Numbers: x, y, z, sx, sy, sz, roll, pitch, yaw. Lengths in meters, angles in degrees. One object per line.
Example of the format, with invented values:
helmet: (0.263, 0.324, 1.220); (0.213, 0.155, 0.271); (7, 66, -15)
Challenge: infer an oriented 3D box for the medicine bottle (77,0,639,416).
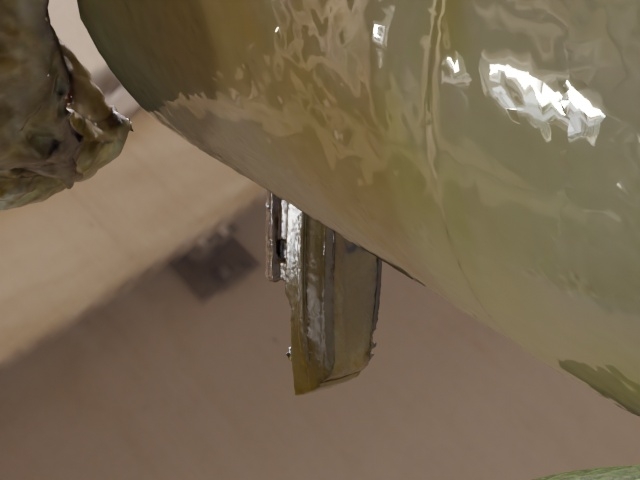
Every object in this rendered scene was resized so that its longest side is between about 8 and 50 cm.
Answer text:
medicine bottle: (0.121, -0.067, 0.464); (0.236, 0.406, 0.235); (-18, -58, -31)

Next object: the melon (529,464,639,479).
melon: (0.075, 0.163, 0.654); (0.064, 0.118, 0.209); (13, -70, -41)

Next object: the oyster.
oyster: (-0.133, -0.123, 0.542); (0.094, 0.166, 0.294); (-13, -62, -4)

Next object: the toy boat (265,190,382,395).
toy boat: (0.000, 0.000, 1.152); (0.068, 0.088, 0.226); (-13, -68, -40)
